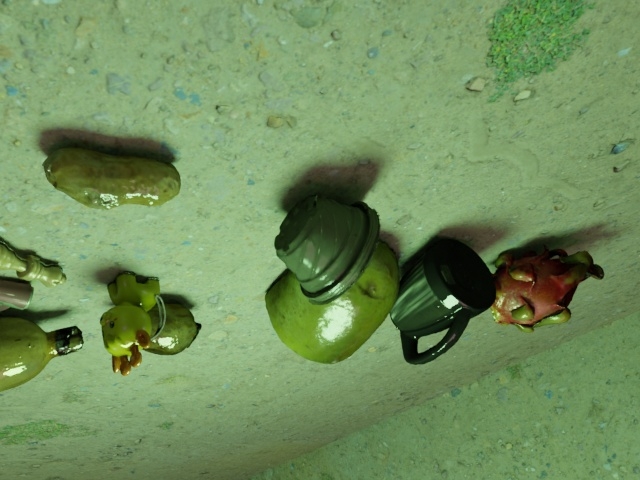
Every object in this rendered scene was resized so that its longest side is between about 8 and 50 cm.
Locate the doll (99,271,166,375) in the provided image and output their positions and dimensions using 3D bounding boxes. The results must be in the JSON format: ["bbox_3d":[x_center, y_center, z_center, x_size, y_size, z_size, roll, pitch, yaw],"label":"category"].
[{"bbox_3d":[-0.410,0.182,1.215,0.143,0.220,0.135,-38,138,28],"label":"doll"}]

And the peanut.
[{"bbox_3d":[-0.337,-0.100,0.922,0.214,0.099,0.099,-2,147,-30],"label":"peanut"}]

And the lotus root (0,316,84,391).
[{"bbox_3d":[-0.694,0.247,1.248,0.310,0.182,0.182,-6,149,-26],"label":"lotus root"}]

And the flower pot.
[{"bbox_3d":[0.000,0.000,1.122,0.141,0.235,0.235,35,127,-24],"label":"flower pot"}]

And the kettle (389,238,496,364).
[{"bbox_3d":[0.294,0.166,1.451,0.207,0.250,0.271,-9,155,-42],"label":"kettle"}]

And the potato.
[{"bbox_3d":[0.066,0.145,1.356,0.330,0.212,0.280,-3,148,-21],"label":"potato"}]

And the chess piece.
[{"bbox_3d":[-0.572,0.051,1.095,0.060,0.060,0.172,-26,149,18],"label":"chess piece"}]

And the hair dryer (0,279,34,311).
[{"bbox_3d":[-0.682,0.131,1.185,0.106,0.054,0.154,18,141,-35],"label":"hair dryer"}]

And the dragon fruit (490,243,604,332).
[{"bbox_3d":[0.603,0.120,1.560,0.307,0.243,0.227,-45,129,-21],"label":"dragon fruit"}]

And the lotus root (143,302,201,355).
[{"bbox_3d":[-0.393,0.210,1.355,0.214,0.138,0.138,13,139,-36],"label":"lotus root"}]
